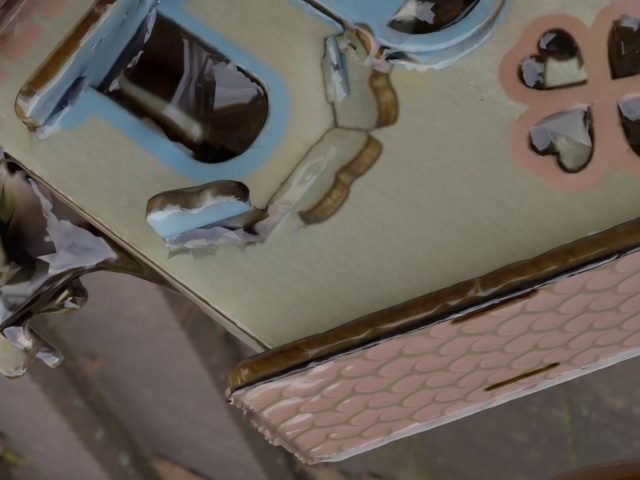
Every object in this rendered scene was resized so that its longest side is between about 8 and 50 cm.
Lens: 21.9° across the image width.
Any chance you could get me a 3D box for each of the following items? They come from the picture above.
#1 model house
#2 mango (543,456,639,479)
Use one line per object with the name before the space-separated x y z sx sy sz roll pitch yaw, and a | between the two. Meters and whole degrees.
model house | 0.030 -0.053 0.523 0.244 0.326 0.169 37 170 18
mango | 0.179 0.263 0.911 0.300 0.232 0.445 16 156 0
